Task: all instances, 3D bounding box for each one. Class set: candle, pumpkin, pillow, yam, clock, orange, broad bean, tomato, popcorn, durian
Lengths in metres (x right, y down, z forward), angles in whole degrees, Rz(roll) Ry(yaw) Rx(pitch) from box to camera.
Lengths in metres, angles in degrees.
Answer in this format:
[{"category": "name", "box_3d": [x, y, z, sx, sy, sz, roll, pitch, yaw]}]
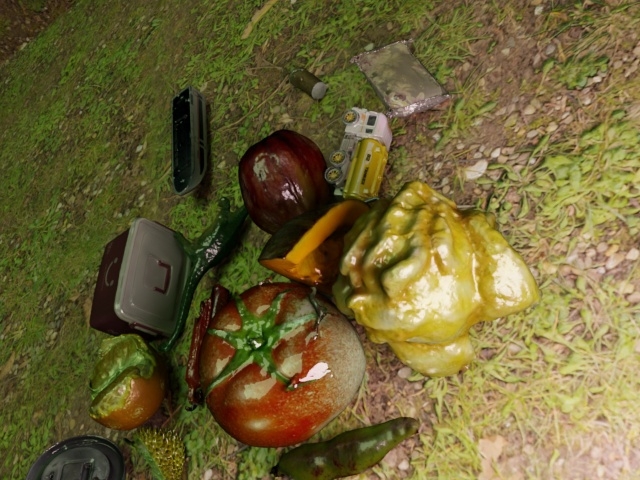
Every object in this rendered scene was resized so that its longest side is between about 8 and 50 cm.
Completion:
[{"category": "candle", "box_3d": [-0.264, 0.240, 1.463, 0.084, 0.059, 0.302, -25, 49, 45]}, {"category": "pumpkin", "box_3d": [0.000, 0.000, 1.186, 0.148, 0.312, 0.169, 4, 75, 35]}, {"category": "pillow", "box_3d": [0.177, -0.366, 1.463, 0.169, 0.059, 0.255, -18, 51, -7]}, {"category": "yam", "box_3d": [-0.035, -0.416, 1.686, 0.054, 0.054, 0.132, -48, 45, 4]}, {"category": "clock", "box_3d": [-0.544, 0.535, 1.431, 0.215, 0.042, 0.215, 1, 37, -1]}, {"category": "orange", "box_3d": [-0.436, 0.330, 1.471, 0.179, 0.158, 0.237, -48, 32, 3]}, {"category": "broad bean", "box_3d": [0.033, 0.382, 1.135, 0.339, 0.061, 0.077, -24, 40, 25]}, {"category": "tomato", "box_3d": [-0.067, 0.227, 1.188, 0.303, 0.239, 0.303, -13, 55, 19]}, {"category": "popcorn", "box_3d": [0.187, 0.046, 1.055, 0.325, 0.290, 0.321, 14, 73, 43]}, {"category": "durian", "box_3d": [-0.367, 0.461, 1.402, 0.215, 0.086, 0.100, 29, 98, 43]}]

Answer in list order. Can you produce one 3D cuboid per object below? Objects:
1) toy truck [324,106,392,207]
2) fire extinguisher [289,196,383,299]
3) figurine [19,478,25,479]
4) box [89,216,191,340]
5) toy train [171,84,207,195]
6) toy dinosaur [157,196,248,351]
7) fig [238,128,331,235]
[{"category": "toy truck", "box_3d": [0.091, -0.175, 1.403, 0.114, 0.098, 0.227, 9, 72, 21]}, {"category": "fire extinguisher", "box_3d": [0.066, 0.008, 1.315, 0.294, 0.093, 0.118, -46, 62, 6]}, {"category": "figurine", "box_3d": [-0.660, 0.691, 1.435, 0.186, 0.176, 0.287, -16, 66, 0]}, {"category": "box", "box_3d": [-0.453, 0.111, 1.612, 0.167, 0.193, 0.294, -24, 50, 37]}, {"category": "toy train", "box_3d": [-0.373, -0.272, 1.843, 0.086, 0.088, 0.407, -28, 50, 25]}, {"category": "toy dinosaur", "box_3d": [-0.246, 0.036, 1.532, 0.447, 0.087, 0.301, -40, 37, 4]}, {"category": "fig", "box_3d": [-0.079, -0.123, 1.430, 0.224, 0.224, 0.263, -23, 58, 26]}]
